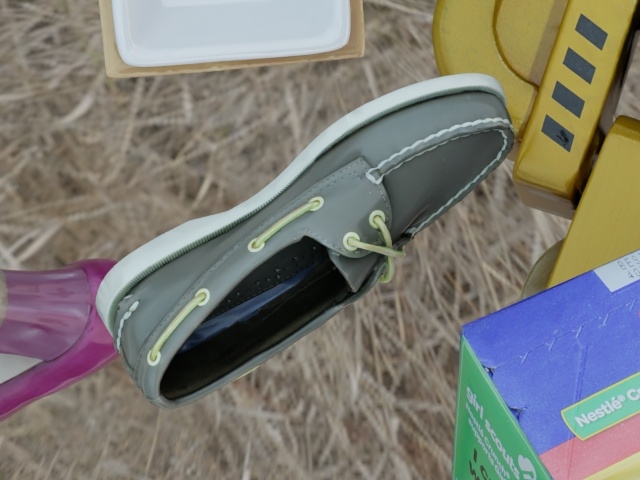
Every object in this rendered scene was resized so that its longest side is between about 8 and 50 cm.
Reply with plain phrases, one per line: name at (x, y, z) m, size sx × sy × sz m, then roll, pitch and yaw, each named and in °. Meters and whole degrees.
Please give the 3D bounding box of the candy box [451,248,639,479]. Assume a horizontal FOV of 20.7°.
candy box at (0.212, 0.131, 1.012) m, size 0.268 × 0.122 × 0.317 m, roll -22°, pitch 142°, yaw -15°

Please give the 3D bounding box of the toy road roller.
toy road roller at (0.181, -0.066, 1.277) m, size 0.240 × 0.202 × 0.329 m, roll 19°, pitch 88°, yaw 12°

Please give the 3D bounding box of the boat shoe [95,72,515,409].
boat shoe at (0.002, 0.002, 1.135) m, size 0.305 × 0.091 × 0.109 m, roll -31°, pitch 141°, yaw 3°

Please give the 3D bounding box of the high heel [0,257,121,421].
high heel at (-0.275, 0.124, 1.633) m, size 0.181 × 0.377 × 0.127 m, roll 5°, pitch 68°, yaw -30°

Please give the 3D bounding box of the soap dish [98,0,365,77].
soap dish at (-0.086, -0.296, 1.522) m, size 0.229 × 0.118 × 0.291 m, roll -6°, pitch 103°, yaw -6°
